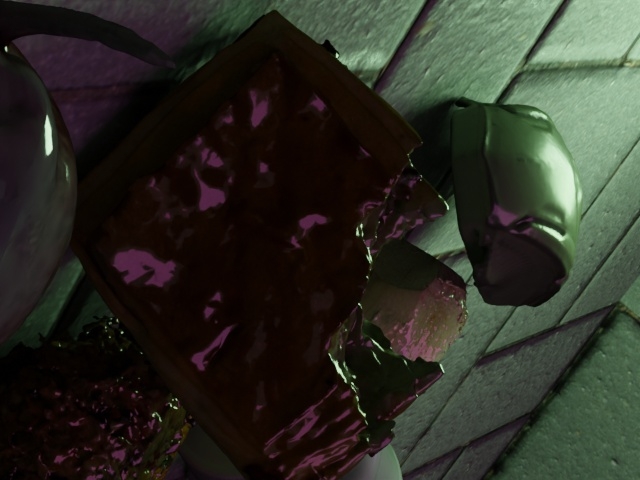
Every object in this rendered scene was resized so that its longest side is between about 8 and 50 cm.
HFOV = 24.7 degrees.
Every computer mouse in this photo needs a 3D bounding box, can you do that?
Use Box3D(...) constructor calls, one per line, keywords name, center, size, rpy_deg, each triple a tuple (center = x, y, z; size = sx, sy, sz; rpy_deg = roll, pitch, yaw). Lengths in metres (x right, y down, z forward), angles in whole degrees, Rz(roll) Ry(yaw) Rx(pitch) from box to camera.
Box3D(name="computer mouse", center=(0.253, -0.045, 1.817), size=(0.145, 0.228, 0.429), rpy_deg=(-8, 164, 10))

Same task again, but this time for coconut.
Box3D(name="coconut", center=(0.077, 0.093, 1.815), size=(0.194, 0.194, 0.194), rpy_deg=(-39, 157, -20))

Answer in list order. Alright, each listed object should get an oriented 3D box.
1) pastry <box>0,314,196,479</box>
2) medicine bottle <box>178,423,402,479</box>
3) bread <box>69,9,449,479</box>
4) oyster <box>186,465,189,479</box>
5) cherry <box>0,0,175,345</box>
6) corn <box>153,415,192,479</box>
Box3D(name="pastry", center=(-0.228, 0.199, 1.400), size=(0.275, 0.193, 0.275), rpy_deg=(-34, 155, -19))
Box3D(name="medicine bottle", center=(-0.042, 0.261, 1.763), size=(0.241, 0.241, 0.302), rpy_deg=(-42, 144, -12))
Box3D(name="bread", center=(-0.036, 0.017, 1.328), size=(0.314, 0.370, 0.191), rpy_deg=(-43, -165, -6))
Box3D(name="oyster", center=(-0.118, 0.293, 1.961), size=(0.177, 0.064, 0.125), rpy_deg=(-22, 141, -43))
Box3D(name="cherry", center=(-0.288, -0.037, 0.738), size=(0.335, 0.291, 0.326), rpy_deg=(-31, 147, -30))
Box3D(name="corn", center=(-0.173, 0.174, 1.569), size=(0.091, 0.091, 0.260), rpy_deg=(30, 88, -48))
